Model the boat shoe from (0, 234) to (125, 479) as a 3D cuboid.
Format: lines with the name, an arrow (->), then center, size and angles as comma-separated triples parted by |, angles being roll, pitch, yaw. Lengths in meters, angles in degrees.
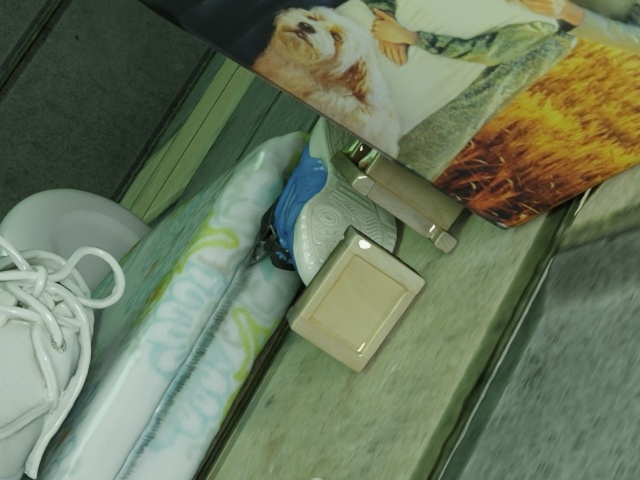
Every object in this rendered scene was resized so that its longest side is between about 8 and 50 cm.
boat shoe -> -0.196, 0.061, 0.879 | 0.156, 0.136, 0.367 | -51, 4, 4

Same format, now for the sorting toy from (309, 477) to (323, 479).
sorting toy -> -0.027, 0.145, 0.603 | 0.062, 0.012, 0.083 | -46, 15, 39

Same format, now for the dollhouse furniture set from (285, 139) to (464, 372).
dollhouse furniture set -> 0.002, -0.063, 0.689 | 0.182, 0.161, 0.101 | -54, 11, 5

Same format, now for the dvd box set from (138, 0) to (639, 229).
dvd box set -> 0.047, -0.154, 0.392 | 0.420, 0.307, 0.062 | -32, 29, 62

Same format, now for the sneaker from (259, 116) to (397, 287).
sneaker -> 0.001, 0.000, 0.792 | 0.152, 0.058, 0.084 | -90, 21, -50

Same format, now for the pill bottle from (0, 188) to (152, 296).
pill bottle -> -0.281, 0.110, 1.332 | 0.323, 0.181, 0.181 | -48, 14, 36

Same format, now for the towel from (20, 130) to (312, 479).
towel -> -0.139, 0.118, 0.975 | 0.374, 0.090, 0.320 | -61, 15, -22
